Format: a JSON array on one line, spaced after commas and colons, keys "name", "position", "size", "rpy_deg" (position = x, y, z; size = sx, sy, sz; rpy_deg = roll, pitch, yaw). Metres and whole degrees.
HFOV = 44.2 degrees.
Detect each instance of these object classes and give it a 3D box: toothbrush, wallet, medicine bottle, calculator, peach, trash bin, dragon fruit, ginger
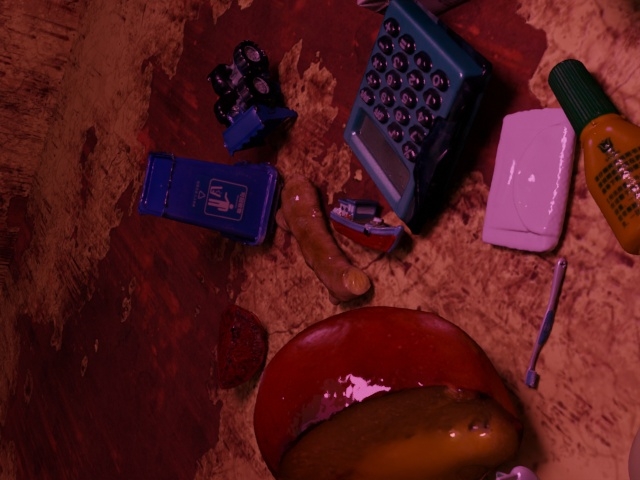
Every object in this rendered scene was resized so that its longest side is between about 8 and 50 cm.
[{"name": "toothbrush", "position": [0.273, 0.100, 0.959], "size": [0.017, 0.014, 0.162], "rpy_deg": [-160, 82, -68]}, {"name": "wallet", "position": [0.264, -0.078, 1.001], "size": [0.124, 0.032, 0.183], "rpy_deg": [10, 90, 56]}, {"name": "medicine bottle", "position": [0.329, -0.105, 0.888], "size": [0.095, 0.064, 0.261], "rpy_deg": [-41, 50, 30]}, {"name": "calculator", "position": [0.127, -0.186, 1.142], "size": [0.248, 0.058, 0.274], "rpy_deg": [60, 143, 41]}, {"name": "peach", "position": [0.084, 0.223, 0.987], "size": [0.338, 0.281, 0.281], "rpy_deg": [4, 85, 45]}, {"name": "trash bin", "position": [-0.210, -0.086, 1.477], "size": [0.184, 0.234, 0.163], "rpy_deg": [12, 92, 54]}, {"name": "dragon fruit", "position": [-0.148, 0.187, 1.467], "size": [0.106, 0.083, 0.162], "rpy_deg": [-150, 64, -66]}, {"name": "ginger", "position": [-0.003, 0.000, 1.317], "size": [0.299, 0.065, 0.118], "rpy_deg": [-123, 38, -46]}]

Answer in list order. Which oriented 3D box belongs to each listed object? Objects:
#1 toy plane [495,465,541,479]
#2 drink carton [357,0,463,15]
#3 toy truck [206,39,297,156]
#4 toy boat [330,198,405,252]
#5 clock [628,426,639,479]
[{"name": "toy plane", "position": [0.232, 0.344, 0.893], "size": [0.174, 0.080, 0.174], "rpy_deg": [5, 97, 51]}, {"name": "drink carton", "position": [0.197, -0.456, 1.105], "size": [0.324, 0.132, 0.194], "rpy_deg": [-11, 72, 54]}, {"name": "toy truck", "position": [-0.128, -0.263, 1.503], "size": [0.113, 0.126, 0.208], "rpy_deg": [-34, 55, 39]}, {"name": "toy boat", "position": [0.075, -0.027, 1.213], "size": [0.173, 0.069, 0.059], "rpy_deg": [31, 115, 58]}, {"name": "clock", "position": [0.423, 0.158, 0.667], "size": [0.235, 0.096, 0.308], "rpy_deg": [43, 116, 51]}]
